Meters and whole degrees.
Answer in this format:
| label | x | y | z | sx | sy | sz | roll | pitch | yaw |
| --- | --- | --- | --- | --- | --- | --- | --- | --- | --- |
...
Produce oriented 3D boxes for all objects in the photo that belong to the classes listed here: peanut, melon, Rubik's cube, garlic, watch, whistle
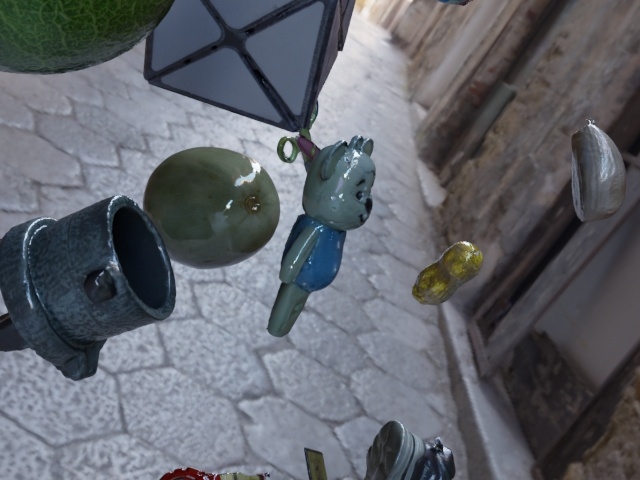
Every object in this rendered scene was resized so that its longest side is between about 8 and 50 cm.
| label | x | y | z | sx | sy | sz | roll | pitch | yaw |
| --- | --- | --- | --- | --- | --- | --- | --- | --- | --- |
| peanut | 0.273 | 0.075 | 1.740 | 0.087 | 0.206 | 0.087 | 18 | 50 | -23 |
| melon | -0.221 | -0.065 | 1.633 | 0.308 | 0.271 | 0.272 | 15 | 6 | 26 |
| Rubik's cube | -0.085 | -0.350 | 1.157 | 0.260 | 0.254 | 0.259 | 18 | 46 | -1 |
| melon | -0.215 | -0.177 | 0.570 | 0.265 | 0.169 | 0.129 | -1 | 50 | 5 |
| garlic | 0.499 | -0.116 | 1.460 | 0.087 | 0.195 | 0.101 | -14 | 17 | -8 |
| watch | -0.156 | 0.396 | 1.224 | 0.268 | 0.165 | 0.102 | 30 | 45 | -63 |
| whistle | 0.000 | 0.000 | 0.843 | 0.077 | 0.235 | 0.114 | 28 | 19 | 17 |

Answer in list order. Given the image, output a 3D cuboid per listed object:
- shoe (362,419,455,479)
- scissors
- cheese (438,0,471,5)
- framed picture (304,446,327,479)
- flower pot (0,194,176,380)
| label | x | y | z | sx | sy | sz | roll | pitch | yaw |
| --- | --- | --- | --- | --- | --- | --- | --- | --- | --- |
| shoe | 0.080 | 0.244 | 0.739 | 0.100 | 0.169 | 0.071 | 14 | 25 | -12 |
| scissors | -0.020 | -0.158 | 1.385 | 0.020 | 0.133 | 0.187 | 18 | -21 | 25 |
| cheese | 0.195 | -0.356 | 1.095 | 0.145 | 0.038 | 0.095 | 1 | -29 | 34 |
| framed picture | 0.013 | 0.616 | 1.748 | 0.244 | 0.013 | 0.323 | 62 | 15 | -71 |
| flower pot | -0.429 | 0.092 | 1.426 | 0.299 | 0.283 | 0.298 | -19 | 90 | -80 |
